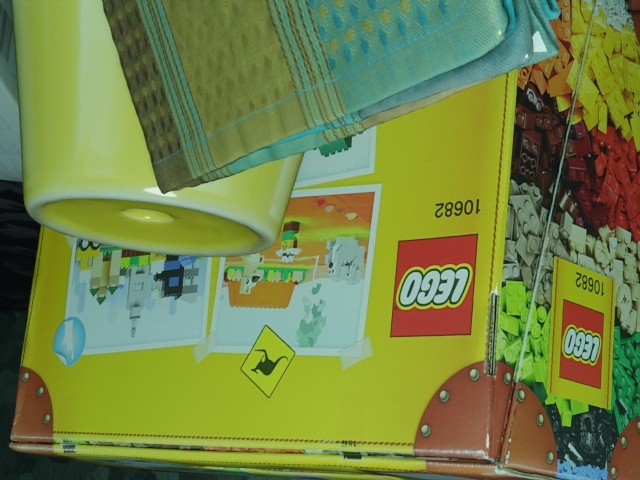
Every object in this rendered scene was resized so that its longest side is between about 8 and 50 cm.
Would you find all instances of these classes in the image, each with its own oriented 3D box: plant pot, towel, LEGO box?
[{"bbox_3d":[-0.097,-0.122,0.926,0.254,0.239,0.254,6,168,1],"label":"plant pot"},{"bbox_3d":[-0.038,-0.172,0.647,0.040,0.271,0.370,-17,-179,-26],"label":"towel"},{"bbox_3d":[0.000,0.000,1.120,0.500,0.373,0.193,-5,164,41],"label":"LEGO box"}]

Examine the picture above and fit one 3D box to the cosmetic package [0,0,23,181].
[{"bbox_3d":[-0.386,-0.150,1.259,0.284,0.097,0.377,4,167,1],"label":"cosmetic package"}]
